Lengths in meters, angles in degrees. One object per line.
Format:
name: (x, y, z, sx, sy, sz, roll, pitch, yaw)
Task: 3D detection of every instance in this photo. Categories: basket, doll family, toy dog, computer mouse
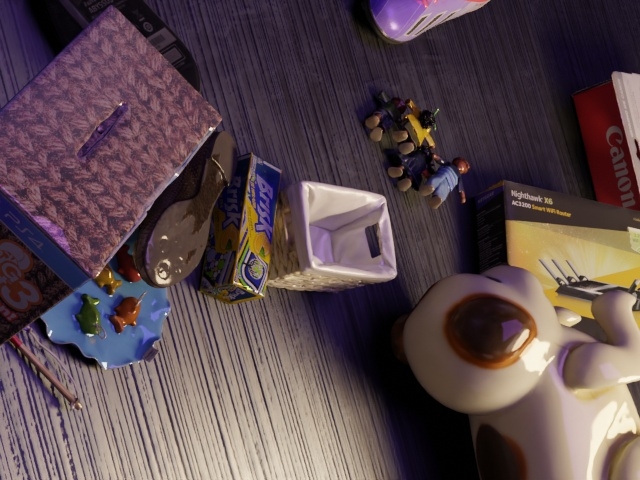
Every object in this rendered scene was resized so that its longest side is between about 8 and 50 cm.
basket: (0.000, 0.000, 1.625, 0.167, 0.103, 0.113, 9, 69, -49)
doll family: (0.144, -0.131, 1.878, 0.111, 0.076, 0.193, -45, 116, -53)
toy dog: (0.269, 0.218, 1.743, 0.395, 0.284, 0.408, -38, 101, -17)
computer mouse: (-0.239, -0.240, 1.475, 0.272, 0.072, 0.188, 55, 42, -1)

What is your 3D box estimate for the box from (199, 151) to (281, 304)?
box: (-0.093, -0.014, 1.548, 0.054, 0.059, 0.168, 28, 59, -41)

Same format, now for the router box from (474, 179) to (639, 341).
router box: (0.384, 0.058, 2.002, 0.309, 0.081, 0.242, 10, 67, -28)

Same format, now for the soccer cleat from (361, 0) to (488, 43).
soccer cleat: (0.177, -0.374, 1.971, 0.318, 0.116, 0.108, -28, 98, -51)

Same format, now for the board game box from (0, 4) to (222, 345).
board game box: (-0.265, -0.031, 1.162, 0.141, 0.291, 0.232, 46, 43, -13)

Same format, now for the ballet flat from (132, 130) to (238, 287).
ballet flat: (-0.158, -0.037, 1.476, 0.084, 0.058, 0.249, 64, 31, -35)

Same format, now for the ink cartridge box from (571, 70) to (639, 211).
ink cartridge box: (0.559, -0.128, 2.313, 0.272, 0.130, 0.309, 1, 75, -49)

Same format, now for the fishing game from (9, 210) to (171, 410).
fishing game: (-0.227, 0.046, 1.392, 0.189, 0.041, 0.264, 52, 43, -18)
